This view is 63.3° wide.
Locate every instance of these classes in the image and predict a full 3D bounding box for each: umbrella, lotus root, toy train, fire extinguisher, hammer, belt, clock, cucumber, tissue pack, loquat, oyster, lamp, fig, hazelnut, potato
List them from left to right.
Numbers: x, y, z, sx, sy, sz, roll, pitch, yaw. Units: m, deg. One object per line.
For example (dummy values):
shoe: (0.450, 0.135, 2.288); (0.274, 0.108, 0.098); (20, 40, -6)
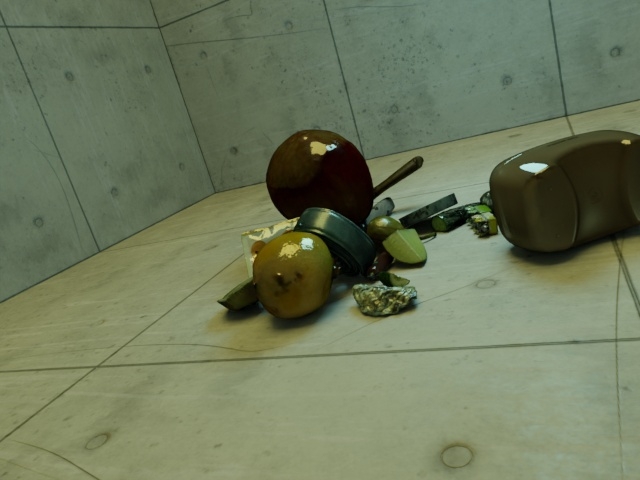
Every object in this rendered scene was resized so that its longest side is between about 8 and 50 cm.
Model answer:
lotus root: (-0.205, 0.154, 1.541); (0.204, 0.077, 0.183); (-34, 4, 12)
loquat: (-0.065, 0.090, 1.391); (0.244, 0.243, 0.244); (-15, 15, 4)
hazelnut: (-0.001, -0.200, 1.867); (0.421, 0.420, 0.353); (-2, 33, 41)
belt: (0.046, 0.009, 1.525); (0.206, 0.268, 0.116); (-20, 38, 60)
umbrella: (0.207, -0.091, 2.043); (0.073, 0.067, 0.337); (-43, -3, 36)
fire extinguisher: (0.170, 0.079, 1.528); (0.064, 0.043, 0.158); (-20, 10, 34)
hammer: (0.250, -0.209, 2.127); (0.409, 0.095, 0.242); (-33, 1, 30)
oyster: (0.156, 0.139, 1.303); (0.177, 0.064, 0.125); (-11, 12, 18)
cucumber: (0.188, 0.110, 1.402); (0.067, 0.035, 0.107); (19, -8, -12)
fig: (0.266, -0.013, 1.693); (0.237, 0.124, 0.124); (6, 15, -4)
potato: (0.264, 0.033, 1.571); (0.081, 0.120, 0.149); (-43, -17, 25)
clock: (0.382, -0.104, 1.837); (0.215, 0.041, 0.215); (-25, -2, -1)
cucumber: (0.477, -0.095, 1.788); (0.211, 0.062, 0.078); (-25, 17, -28)
toy train: (0.517, -0.067, 1.657); (0.081, 0.060, 0.202); (-9, 17, 6)
lamp: (0.603, -0.125, 1.703); (0.101, 0.101, 0.250); (-20, 11, -12)
tissue pack: (0.647, -0.134, 1.365); (0.387, 0.267, 0.277); (-18, 13, -5)

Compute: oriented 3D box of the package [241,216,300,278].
package: (-0.080, 0.058, 1.726); (0.312, 0.221, 0.165); (-17, -24, 2)
